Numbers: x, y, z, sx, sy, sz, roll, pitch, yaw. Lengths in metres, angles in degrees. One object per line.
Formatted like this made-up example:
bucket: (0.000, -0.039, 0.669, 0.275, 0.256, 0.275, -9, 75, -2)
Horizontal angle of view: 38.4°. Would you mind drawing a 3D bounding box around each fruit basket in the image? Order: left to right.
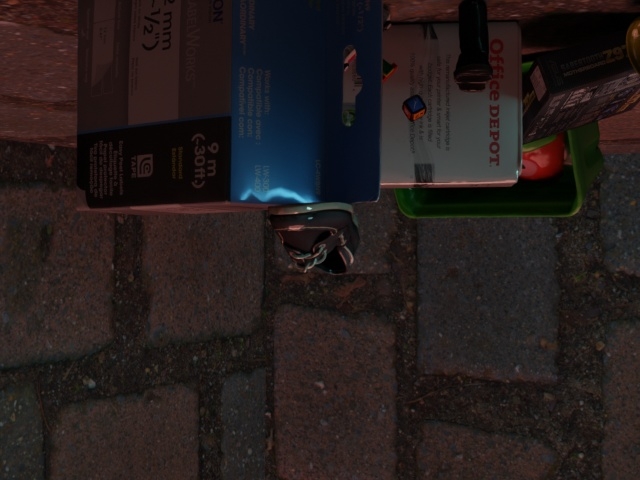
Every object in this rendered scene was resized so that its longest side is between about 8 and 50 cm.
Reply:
fruit basket: (0.228, -0.165, 1.474, 0.392, 0.283, 0.392, -12, -168, 3)

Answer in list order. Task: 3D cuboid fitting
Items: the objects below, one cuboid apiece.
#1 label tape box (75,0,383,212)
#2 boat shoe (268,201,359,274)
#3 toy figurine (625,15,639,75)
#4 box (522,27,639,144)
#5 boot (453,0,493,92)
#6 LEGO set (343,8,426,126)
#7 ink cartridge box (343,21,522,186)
label tape box: (-0.106, -0.156, 0.966, 0.348, 0.249, 0.115, -1, 177, 38)
boat shoe: (0.000, 0.000, 0.914, 0.075, 0.065, 0.206, -2, 175, 13)
toy figurine: (0.529, -0.181, 0.975, 0.217, 0.191, 0.362, -34, -148, -4)
box: (0.358, -0.207, 1.228, 0.183, 0.059, 0.232, -17, 171, -1)
boot: (0.178, -0.230, 1.068, 0.045, 0.099, 0.121, 2, 179, 9)
LEGO set: (0.001, -0.190, 1.089, 0.244, 0.182, 0.060, 0, 163, 1)
ink cartridge box: (0.119, -0.174, 1.234, 0.289, 0.211, 0.121, 1, 179, 7)
